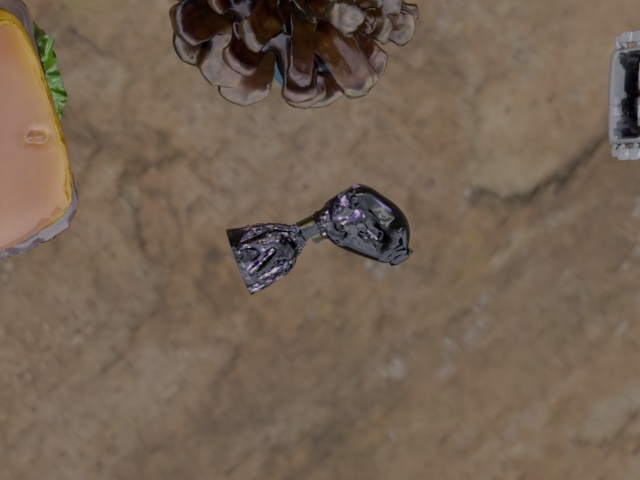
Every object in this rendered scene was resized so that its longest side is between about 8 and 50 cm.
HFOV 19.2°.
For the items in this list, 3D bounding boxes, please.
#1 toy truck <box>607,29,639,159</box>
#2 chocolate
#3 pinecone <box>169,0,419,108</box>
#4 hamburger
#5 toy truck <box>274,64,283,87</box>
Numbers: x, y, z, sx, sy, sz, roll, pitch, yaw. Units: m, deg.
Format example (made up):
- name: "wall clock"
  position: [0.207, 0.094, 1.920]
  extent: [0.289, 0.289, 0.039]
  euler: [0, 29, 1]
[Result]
- name: "toy truck"
  position: [0.309, -0.098, 1.483]
  extent: [0.242, 0.125, 0.101]
  euler: [11, 81, -56]
- name: "chocolate"
  position: [-0.001, -0.003, 1.564]
  extent: [0.147, 0.070, 0.072]
  euler: [-15, 107, -5]
- name: "pinecone"
  position: [-0.020, -0.168, 1.295]
  extent: [0.179, 0.195, 0.150]
  euler: [32, 77, -29]
- name: "hamburger"
  position: [-0.214, -0.066, 1.148]
  extent: [0.137, 0.087, 0.166]
  euler: [-24, 112, -31]
- name: "toy truck"
  position: [-0.029, -0.180, 1.516]
  extent: [0.063, 0.136, 0.074]
  euler: [11, 117, -32]
